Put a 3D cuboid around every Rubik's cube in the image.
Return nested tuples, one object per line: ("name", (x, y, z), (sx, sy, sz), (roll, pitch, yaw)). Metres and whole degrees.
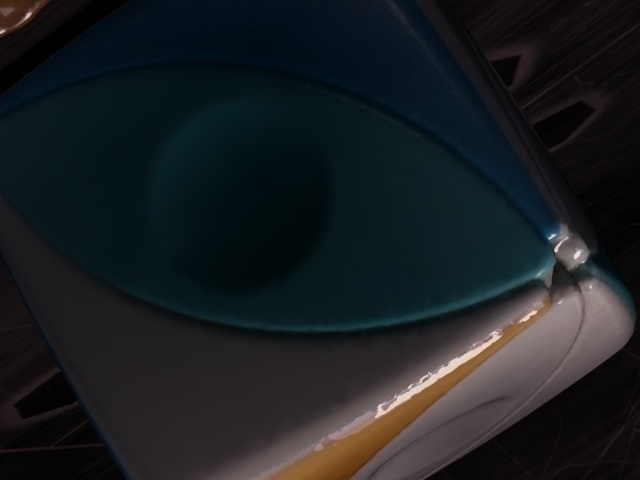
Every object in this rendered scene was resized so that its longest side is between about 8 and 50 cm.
("Rubik's cube", (0.000, 0.000, 1.144), (0.347, 0.351, 0.352), (-33, 160, 9))

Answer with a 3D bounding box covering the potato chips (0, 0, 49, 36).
("potato chips", (-0.209, -0.162, 0.844), (0.208, 0.062, 0.195), (-23, 167, -26))
